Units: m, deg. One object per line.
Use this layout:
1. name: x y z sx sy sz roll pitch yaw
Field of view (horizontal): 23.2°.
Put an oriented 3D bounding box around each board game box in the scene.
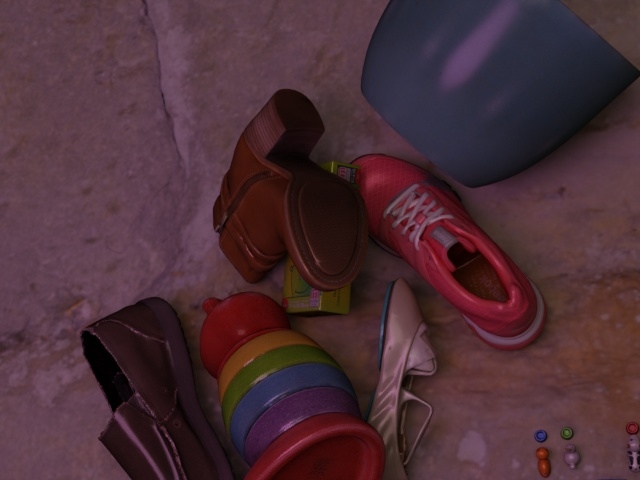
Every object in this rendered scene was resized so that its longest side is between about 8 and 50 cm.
1. board game box: 0.000 0.000 1.897 0.043 0.092 0.181 10 80 -31

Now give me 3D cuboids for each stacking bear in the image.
1. stacking bear: -0.053 0.175 1.818 0.164 0.175 0.289 -60 41 26

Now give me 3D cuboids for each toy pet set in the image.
1. toy pet set: 0.309 0.263 1.786 0.122 0.065 0.114 -8 74 10

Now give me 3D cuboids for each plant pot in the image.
1. plant pot: 0.190 -0.204 1.833 0.293 0.293 0.235 45 103 19

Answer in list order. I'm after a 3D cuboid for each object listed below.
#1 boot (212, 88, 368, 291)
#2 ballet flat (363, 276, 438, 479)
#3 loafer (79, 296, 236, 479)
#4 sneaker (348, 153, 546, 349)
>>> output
1. boot: -0.052 -0.011 1.846 0.109 0.220 0.283 -1 54 -32
2. ballet flat: 0.100 0.170 1.848 0.086 0.086 0.248 11 87 14
3. loafer: -0.203 0.243 1.847 0.130 0.134 0.366 -6 59 -30
4. sneaker: 0.146 -0.007 1.855 0.116 0.136 0.314 -46 71 -3
